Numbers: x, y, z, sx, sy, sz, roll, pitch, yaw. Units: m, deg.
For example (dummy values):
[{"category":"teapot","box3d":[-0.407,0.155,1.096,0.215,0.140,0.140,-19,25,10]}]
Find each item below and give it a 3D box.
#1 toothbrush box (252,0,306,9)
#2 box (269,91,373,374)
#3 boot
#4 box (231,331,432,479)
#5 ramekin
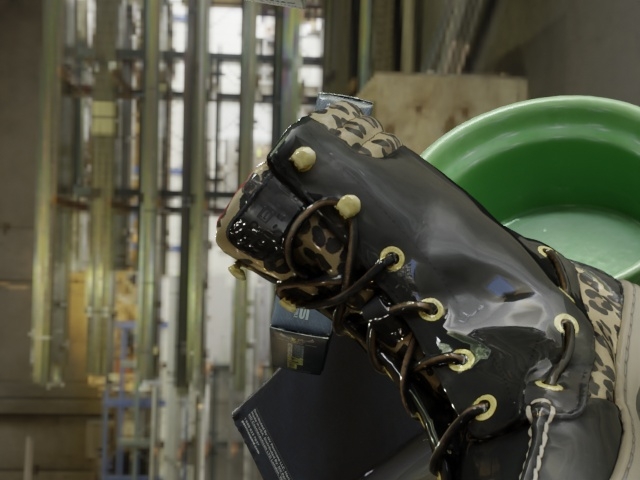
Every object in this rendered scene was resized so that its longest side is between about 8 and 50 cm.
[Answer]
[{"category":"toothbrush box","box3d":[-0.064,-0.385,1.139,0.283,0.122,0.206,-19,-62,-86]},{"category":"box","box3d":[0.000,0.000,1.026,0.183,0.059,0.233,94,-174,-72]},{"category":"boot","box3d":[0.058,0.063,0.645,0.138,0.284,0.377,-57,-6,36]},{"category":"box","box3d":[0.104,0.188,1.294,0.294,0.296,0.183,-49,62,40]},{"category":"ramekin","box3d":[0.236,0.001,1.086,0.303,0.303,0.148,-94,-13,-49]}]
